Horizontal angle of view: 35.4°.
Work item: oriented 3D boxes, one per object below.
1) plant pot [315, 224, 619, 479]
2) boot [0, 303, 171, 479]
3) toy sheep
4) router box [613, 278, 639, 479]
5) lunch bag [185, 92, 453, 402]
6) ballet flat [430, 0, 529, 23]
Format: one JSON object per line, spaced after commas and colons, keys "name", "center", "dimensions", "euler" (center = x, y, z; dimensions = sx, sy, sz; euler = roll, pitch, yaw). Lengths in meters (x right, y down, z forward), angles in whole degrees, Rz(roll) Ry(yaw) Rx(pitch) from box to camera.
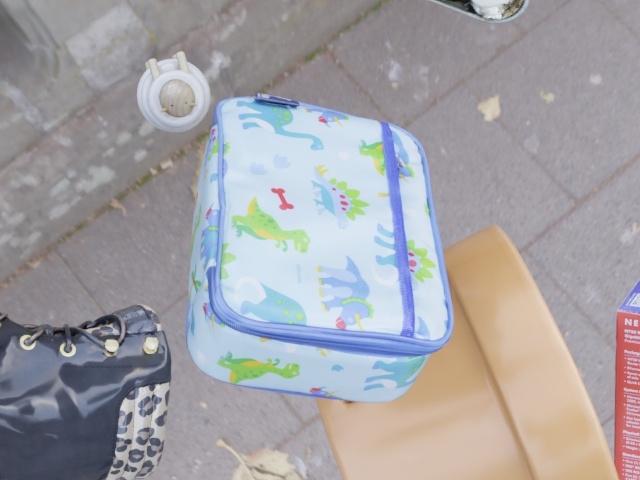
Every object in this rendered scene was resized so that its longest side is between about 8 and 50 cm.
{"name": "plant pot", "center": [0.117, 0.156, 0.894], "dimensions": [0.203, 0.291, 0.291], "euler": [-21, 71, 4]}
{"name": "boot", "center": [-0.296, 0.092, 0.967], "dimensions": [0.284, 0.138, 0.377], "euler": [-3, 93, -35]}
{"name": "toy sheep", "center": [-0.167, -0.166, 1.139], "dimensions": [0.091, 0.132, 0.091], "euler": [-1, 99, -8]}
{"name": "router box", "center": [0.424, 0.157, 1.151], "dimensions": [0.082, 0.335, 0.301], "euler": [7, 112, 31]}
{"name": "lunch bag", "center": [0.000, 0.000, 0.703], "dimensions": [0.176, 0.090, 0.219], "euler": [11, 48, -14]}
{"name": "ballet flat", "center": [0.107, -0.256, 0.936], "dimensions": [0.213, 0.072, 0.068], "euler": [10, 31, -27]}
